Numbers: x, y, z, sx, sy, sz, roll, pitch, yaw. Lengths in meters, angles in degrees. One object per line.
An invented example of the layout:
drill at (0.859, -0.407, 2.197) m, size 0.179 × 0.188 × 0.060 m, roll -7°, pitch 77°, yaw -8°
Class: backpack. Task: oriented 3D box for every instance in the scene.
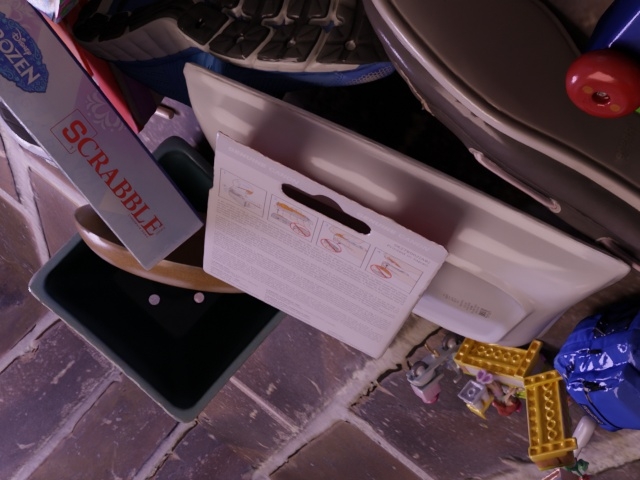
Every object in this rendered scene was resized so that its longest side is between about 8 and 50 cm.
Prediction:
backpack at (0.259, 0.110, 0.729) m, size 0.098 × 0.101 × 0.120 m, roll 50°, pitch 158°, yaw -5°

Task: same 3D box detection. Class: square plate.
square plate at (0.055, 0.000, 0.740) m, size 0.344 × 0.049 × 0.347 m, roll 26°, pitch 169°, yaw 10°

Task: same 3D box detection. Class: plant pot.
plant pot at (-0.185, 0.049, 1.104) m, size 0.247 × 0.248 × 0.252 m, roll 43°, pitch 172°, yaw -6°
plant pot at (-0.137, 0.008, 0.875) m, size 0.237 × 0.032 × 0.236 m, roll 14°, pitch -168°, yaw -3°

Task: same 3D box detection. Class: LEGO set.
LEGO set at (0.218, 0.190, 0.883) m, size 0.107 × 0.132 × 0.287 m, roll 50°, pitch 176°, yaw -34°

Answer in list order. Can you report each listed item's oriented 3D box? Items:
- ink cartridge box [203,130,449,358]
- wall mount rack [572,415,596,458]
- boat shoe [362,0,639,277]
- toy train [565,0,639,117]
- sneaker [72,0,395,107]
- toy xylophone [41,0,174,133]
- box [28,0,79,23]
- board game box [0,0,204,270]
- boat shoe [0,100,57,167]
ink cartridge box at (0.000, 0.000, 0.666) m, size 0.181 × 0.056 × 0.224 m, roll 27°, pitch 150°, yaw 4°
wall mount rack at (0.357, 0.360, 0.993) m, size 0.350 × 0.130 × 0.304 m, roll 29°, pitch 157°, yaw 22°
boat shoe at (0.155, -0.066, 0.564) m, size 0.335 × 0.112 × 0.095 m, roll 36°, pitch 151°, yaw 0°
toy train at (0.231, -0.124, 0.381) m, size 0.143 × 0.105 × 0.248 m, roll 29°, pitch 155°, yaw 0°
sneaker at (-0.056, -0.168, 0.709) m, size 0.330 × 0.129 × 0.147 m, roll 14°, pitch 164°, yaw 41°
toy xylophone at (-0.285, -0.222, 0.960) m, size 0.323 × 0.081 × 0.236 m, roll 23°, pitch 151°, yaw 33°
box at (-0.097, -0.297, 0.312) m, size 0.279 × 0.290 × 0.177 m, roll 41°, pitch 155°, yaw -4°
board game box at (-0.254, -0.148, 0.745) m, size 0.318 × 0.066 × 0.318 m, roll 55°, pitch 171°, yaw -26°
boat shoe at (-0.371, -0.132, 1.231) m, size 0.226 × 0.083 × 0.075 m, roll 34°, pitch 154°, yaw 12°
